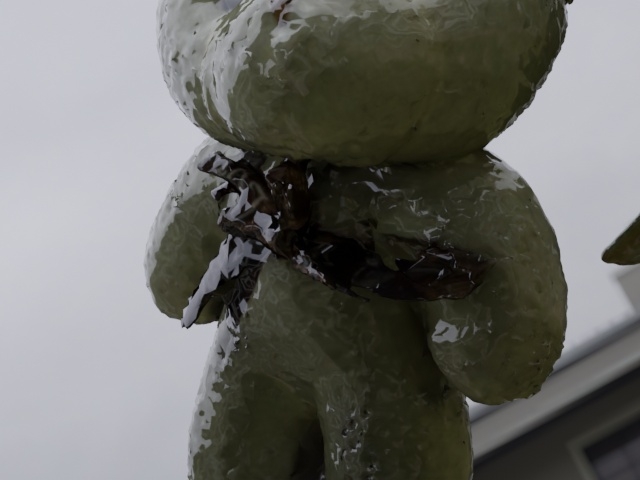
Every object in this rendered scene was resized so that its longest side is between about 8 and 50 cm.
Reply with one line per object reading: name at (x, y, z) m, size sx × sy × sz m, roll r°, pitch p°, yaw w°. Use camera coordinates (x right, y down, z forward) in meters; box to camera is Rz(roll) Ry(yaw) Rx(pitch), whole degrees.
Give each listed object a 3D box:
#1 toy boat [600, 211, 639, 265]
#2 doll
toy boat at (0.154, -0.052, 0.707) m, size 0.065 × 0.066 × 0.172 m, roll -26°, pitch -34°, yaw -41°
doll at (0.003, 0.001, 0.667) m, size 0.175 × 0.278 × 0.149 m, roll 4°, pitch 9°, yaw 12°
